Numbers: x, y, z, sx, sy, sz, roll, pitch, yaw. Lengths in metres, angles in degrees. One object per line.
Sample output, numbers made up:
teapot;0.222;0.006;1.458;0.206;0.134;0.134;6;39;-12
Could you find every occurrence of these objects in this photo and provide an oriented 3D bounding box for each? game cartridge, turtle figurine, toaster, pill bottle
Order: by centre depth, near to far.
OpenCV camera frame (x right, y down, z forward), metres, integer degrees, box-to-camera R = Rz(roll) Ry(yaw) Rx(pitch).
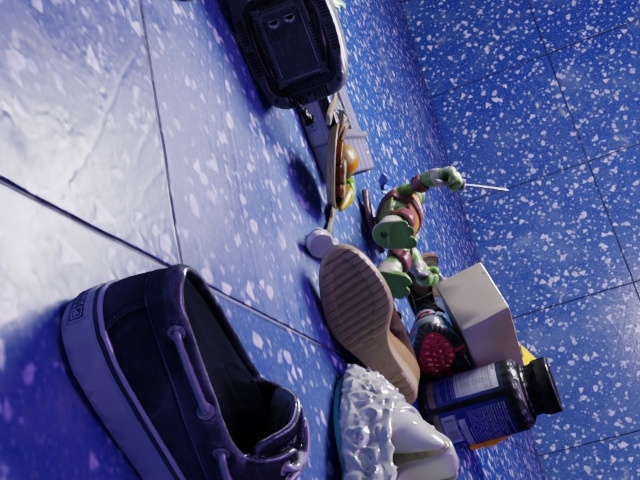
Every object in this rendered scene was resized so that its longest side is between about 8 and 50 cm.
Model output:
toaster;-0.033;-0.278;1.133;0.146;0.129;0.227;-76;145;-68
game cartridge;-0.005;-0.274;1.365;0.230;0.068;0.355;-33;103;-79
turtle figurine;0.190;-0.013;1.404;0.275;0.198;0.266;40;33;-1
pill bottle;0.286;0.271;1.405;0.123;0.219;0.122;-19;90;-75

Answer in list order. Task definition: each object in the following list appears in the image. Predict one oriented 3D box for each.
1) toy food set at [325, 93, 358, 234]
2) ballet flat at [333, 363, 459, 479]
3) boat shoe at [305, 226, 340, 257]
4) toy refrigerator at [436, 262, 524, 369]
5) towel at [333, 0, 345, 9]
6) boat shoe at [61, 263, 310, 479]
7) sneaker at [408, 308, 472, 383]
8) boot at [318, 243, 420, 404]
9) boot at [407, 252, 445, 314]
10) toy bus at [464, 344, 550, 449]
toy food set;0.032;-0.108;1.188;0.132;0.039;0.192;-78;169;-61
ballet flat;0.089;0.279;0.879;0.409;0.147;0.147;-86;153;-57
boat shoe;0.000;0.000;1.102;0.035;0.035;0.100;47;10;24
toy refrigerator;0.289;0.157;1.460;0.102;0.094;0.269;64;2;38
towel;-0.075;-0.543;1.381;0.325;0.038;0.248;34;28;-57
boat shoe;-0.056;0.142;0.584;0.108;0.102;0.301;-80;148;-61
sneaker;0.188;0.175;1.461;0.262;0.104;0.125;60;6;-61
boot;0.059;0.094;1.146;0.207;0.090;0.248;-101;167;-73
boot;0.204;0.089;1.611;0.219;0.082;0.106;27;43;-72
toy bus;0.328;0.279;1.689;0.211;0.149;0.220;50;-39;40
